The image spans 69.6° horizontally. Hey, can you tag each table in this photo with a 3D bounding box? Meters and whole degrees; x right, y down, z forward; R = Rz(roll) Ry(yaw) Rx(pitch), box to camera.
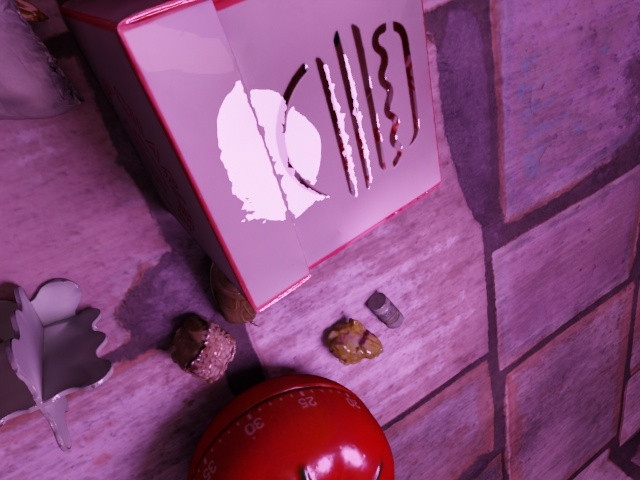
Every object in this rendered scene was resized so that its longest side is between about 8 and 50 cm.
[{"bbox_3d":[-0.364,0.160,0.601,0.167,0.198,0.166,-12,114,-27],"label":"table"}]

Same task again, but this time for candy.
[{"bbox_3d":[-0.199,0.186,0.786,0.095,0.085,0.110,-56,136,-7],"label":"candy"}]

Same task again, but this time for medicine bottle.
[{"bbox_3d":[0.142,0.153,0.998,0.047,0.047,0.083,-47,126,-7],"label":"medicine bottle"}]

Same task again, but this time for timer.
[{"bbox_3d":[-0.056,0.436,0.854,0.378,0.279,0.378,-12,116,-25],"label":"timer"}]

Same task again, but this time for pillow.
[{"bbox_3d":[-0.342,-0.186,0.472,0.128,0.229,0.051,-15,80,-12],"label":"pillow"}]

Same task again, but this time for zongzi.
[{"bbox_3d":[-0.132,0.101,0.733,0.081,0.178,0.189,-5,113,-10],"label":"zongzi"}]

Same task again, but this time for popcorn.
[{"bbox_3d":[0.069,0.216,0.961,0.109,0.089,0.097,-3,147,-21],"label":"popcorn"}]

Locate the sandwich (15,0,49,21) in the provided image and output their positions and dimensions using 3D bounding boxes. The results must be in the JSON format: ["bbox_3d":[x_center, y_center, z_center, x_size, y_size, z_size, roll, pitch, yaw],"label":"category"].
[{"bbox_3d":[-0.387,-0.294,0.453,0.187,0.117,0.144,-10,117,-27],"label":"sandwich"}]

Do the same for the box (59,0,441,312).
[{"bbox_3d":[-0.073,-0.167,0.565,0.300,0.312,0.314,-33,129,-19],"label":"box"}]
